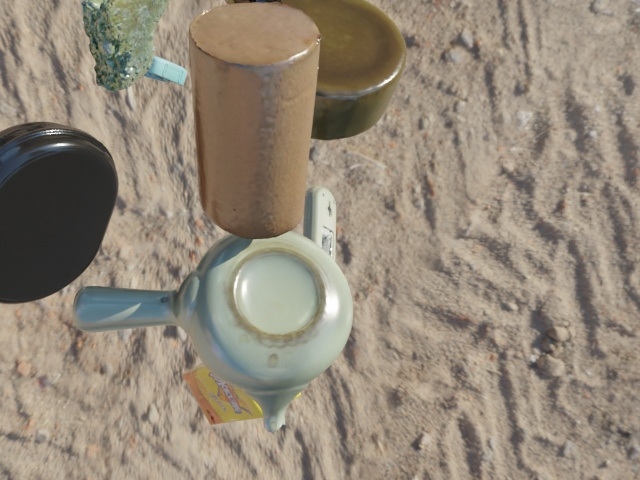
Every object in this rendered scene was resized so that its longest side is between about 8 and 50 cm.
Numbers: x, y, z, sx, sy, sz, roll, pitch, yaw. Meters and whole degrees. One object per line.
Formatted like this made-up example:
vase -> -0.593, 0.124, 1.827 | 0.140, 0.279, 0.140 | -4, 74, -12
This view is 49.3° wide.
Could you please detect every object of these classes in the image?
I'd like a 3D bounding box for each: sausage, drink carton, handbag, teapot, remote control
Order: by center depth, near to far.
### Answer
sausage -> -0.068, -0.108, 0.715 | 0.123, 0.252, 0.123 | 3, 48, -3
teapot -> -0.120, 0.071, 0.868 | 0.318, 0.149, 0.219 | 29, 61, -1
handbag -> -0.438, -0.040, 1.076 | 0.093, 0.254, 0.307 | 37, 113, 29
remote control -> 0.000, 0.000, 1.302 | 0.078, 0.042, 0.221 | 31, 55, -50
drink carton -> -0.189, 0.329, 1.601 | 0.111, 0.351, 0.154 | -30, 89, -32

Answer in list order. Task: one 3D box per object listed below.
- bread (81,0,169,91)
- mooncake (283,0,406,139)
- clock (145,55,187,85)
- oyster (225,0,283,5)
bread -> -0.301, -0.349, 1.092 | 0.064, 0.172, 0.231 | 22, 93, 18
mooncake -> 0.008, -0.321, 1.284 | 0.285, 0.155, 0.284 | 3, 58, -6
clock -> -0.379, -0.387, 1.553 | 0.147, 0.108, 0.045 | 20, 94, 31
oyster -> -0.096, -0.378, 0.903 | 0.162, 0.232, 0.107 | -19, 70, -1
